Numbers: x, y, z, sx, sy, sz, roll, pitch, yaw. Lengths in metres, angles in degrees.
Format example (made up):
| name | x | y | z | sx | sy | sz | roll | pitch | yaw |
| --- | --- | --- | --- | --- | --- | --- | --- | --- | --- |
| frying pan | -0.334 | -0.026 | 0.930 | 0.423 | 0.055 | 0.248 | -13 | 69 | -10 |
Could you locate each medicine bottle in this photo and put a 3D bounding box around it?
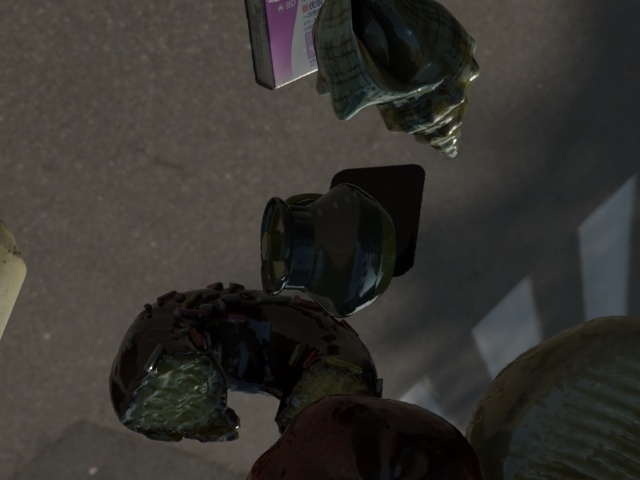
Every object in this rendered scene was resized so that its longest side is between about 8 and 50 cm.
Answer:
| name | x | y | z | sx | sy | sz | roll | pitch | yaw |
| --- | --- | --- | --- | --- | --- | --- | --- | --- | --- |
| medicine bottle | -0.017 | -0.339 | 1.763 | 0.201 | 0.052 | 0.171 | -27 | 132 | -28 |

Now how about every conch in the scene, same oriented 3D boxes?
| name | x | y | z | sx | sy | sz | roll | pitch | yaw |
| --- | --- | --- | --- | --- | --- | --- | --- | --- | --- |
| conch | 0.058 | -0.224 | 1.362 | 0.169 | 0.386 | 0.203 | -24 | -142 | 40 |

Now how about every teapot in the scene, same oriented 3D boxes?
| name | x | y | z | sx | sy | sz | roll | pitch | yaw |
| --- | --- | --- | --- | --- | --- | --- | --- | --- | --- |
| teapot | 0.000 | 0.000 | 1.143 | 0.119 | 0.166 | 0.130 | 4 | 119 | -16 |

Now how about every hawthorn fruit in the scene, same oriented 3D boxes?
| name | x | y | z | sx | sy | sz | roll | pitch | yaw |
| --- | --- | --- | --- | --- | --- | --- | --- | --- | --- |
| hawthorn fruit | 0.030 | 0.287 | 1.212 | 0.254 | 0.254 | 0.300 | -36 | 179 | -19 |

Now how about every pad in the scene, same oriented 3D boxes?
| name | x | y | z | sx | sy | sz | roll | pitch | yaw |
| --- | --- | --- | --- | --- | --- | --- | --- | --- | --- |
| pad | 0.016 | -0.011 | 1.966 | 0.323 | 0.250 | 0.055 | -18 | 132 | 31 |

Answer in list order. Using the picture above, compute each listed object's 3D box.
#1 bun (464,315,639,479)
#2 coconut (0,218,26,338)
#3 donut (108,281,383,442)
| name | x | y | z | sx | sy | sz | roll | pitch | yaw |
| --- | --- | --- | --- | --- | --- | --- | --- | --- | --- |
| bun | 0.332 | 0.265 | 1.372 | 0.365 | 0.365 | 0.219 | -40 | -173 | -11 |
| coconut | -0.526 | 0.073 | 1.540 | 0.237 | 0.237 | 0.266 | 84 | 19 | -64 |
| donut | -0.088 | 0.150 | 1.489 | 0.259 | 0.345 | 0.136 | -102 | -156 | -64 |
